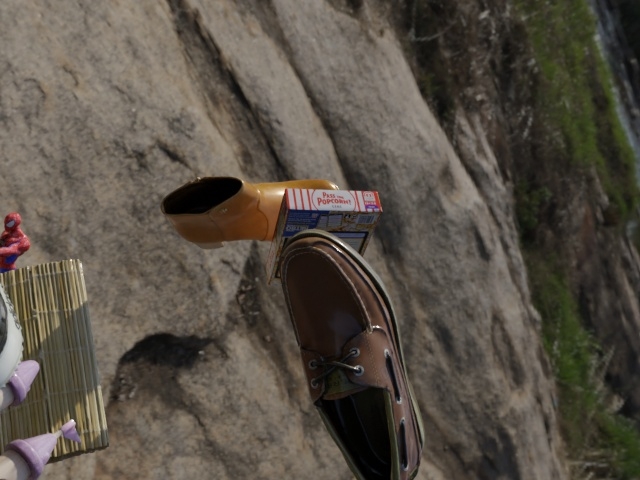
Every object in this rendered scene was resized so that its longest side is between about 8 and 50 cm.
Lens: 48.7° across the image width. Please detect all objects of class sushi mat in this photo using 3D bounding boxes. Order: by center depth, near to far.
[{"bbox_3d":[-0.417,0.178,1.062,0.019,0.152,0.316,103,-28,-61],"label":"sushi mat"}]

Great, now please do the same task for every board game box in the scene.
[{"bbox_3d":[0.000,0.000,1.122,0.147,0.193,0.045,2,51,-15],"label":"board game box"}]

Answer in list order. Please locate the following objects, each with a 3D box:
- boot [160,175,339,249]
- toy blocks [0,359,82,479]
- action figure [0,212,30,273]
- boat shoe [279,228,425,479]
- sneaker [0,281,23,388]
[{"bbox_3d":[-0.107,-0.062,1.194,0.211,0.295,0.104,81,-8,-75],"label":"boot"},{"bbox_3d":[-0.424,0.188,0.763,0.260,0.309,0.288,-43,122,-48],"label":"toy blocks"},{"bbox_3d":[-0.671,0.075,1.432,0.139,0.092,0.280,-6,118,-54],"label":"action figure"},{"bbox_3d":[0.037,0.136,0.769,0.307,0.111,0.104,64,22,-9],"label":"boat shoe"},{"bbox_3d":[-0.326,-0.019,0.535,0.102,0.293,0.146,-35,149,-19],"label":"sneaker"}]
